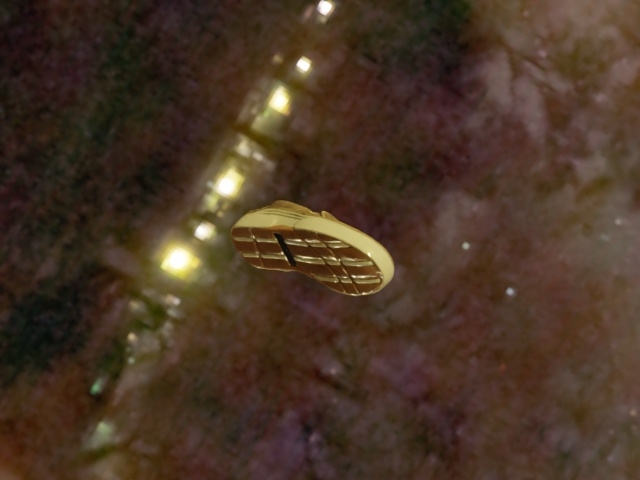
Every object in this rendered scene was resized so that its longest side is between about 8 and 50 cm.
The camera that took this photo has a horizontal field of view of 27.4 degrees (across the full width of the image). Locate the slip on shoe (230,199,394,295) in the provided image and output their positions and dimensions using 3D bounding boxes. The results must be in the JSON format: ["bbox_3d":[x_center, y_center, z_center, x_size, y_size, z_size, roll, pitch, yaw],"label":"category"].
[{"bbox_3d":[0.000,0.000,0.821,0.041,0.051,0.135,-40,-152,-30],"label":"slip on shoe"}]
